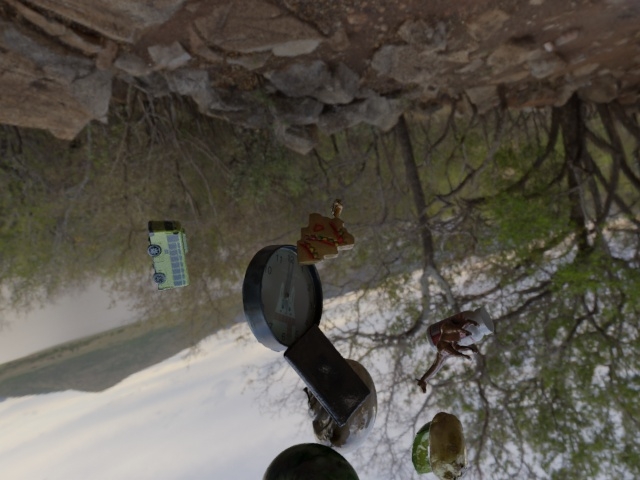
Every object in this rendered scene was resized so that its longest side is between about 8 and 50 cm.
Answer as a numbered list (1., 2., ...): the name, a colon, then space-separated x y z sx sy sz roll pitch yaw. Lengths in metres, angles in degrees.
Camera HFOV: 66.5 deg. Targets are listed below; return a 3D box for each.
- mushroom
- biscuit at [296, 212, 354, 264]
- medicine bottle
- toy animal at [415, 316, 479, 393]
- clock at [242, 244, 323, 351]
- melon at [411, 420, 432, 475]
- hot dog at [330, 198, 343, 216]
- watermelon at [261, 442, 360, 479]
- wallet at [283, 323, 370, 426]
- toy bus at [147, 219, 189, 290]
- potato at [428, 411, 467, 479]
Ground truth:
1. mushroom: 0.056 0.633 1.894 0.294 0.363 0.362 15 169 -14
2. biscuit: 0.000 0.000 1.763 0.239 0.212 0.041 -45 158 -25
3. medicine bottle: 0.561 0.365 1.972 0.250 0.131 0.131 -30 171 31
4. toy animal: 0.365 0.337 1.424 0.066 0.224 0.229 17 161 -24
5. clock: -0.121 0.201 1.740 0.076 0.387 0.386 -9 -177 33
6. melon: 0.388 0.751 1.770 0.117 0.210 0.064 8 -178 29
7. hot dog: 0.056 -0.116 1.750 0.036 0.049 0.122 -16 165 -9
8. watermelon: -0.028 0.831 1.576 0.363 0.364 0.363 -17 178 -1
9. wallet: 0.023 0.454 1.652 0.170 0.321 0.044 -41 -173 -34
10. toy bus: -0.401 0.034 1.290 0.101 0.175 0.088 -7 -155 -15
11. potato: 0.326 0.530 1.247 0.107 0.171 0.080 24 146 -33
